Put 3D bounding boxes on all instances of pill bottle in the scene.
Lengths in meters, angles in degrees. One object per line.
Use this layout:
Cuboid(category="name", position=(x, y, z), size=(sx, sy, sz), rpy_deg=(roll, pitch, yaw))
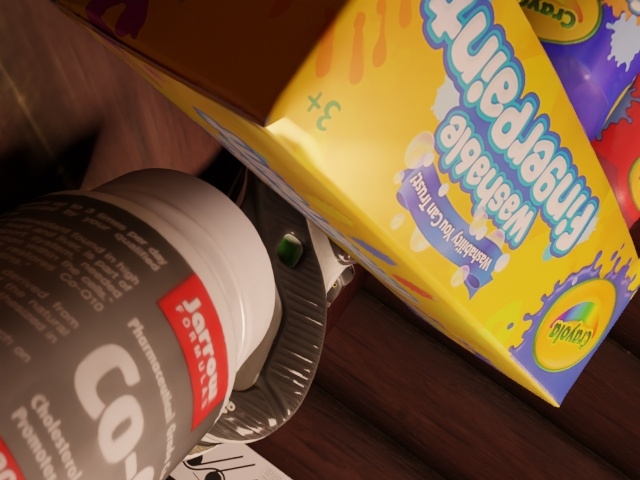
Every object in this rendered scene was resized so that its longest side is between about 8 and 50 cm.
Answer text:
Cuboid(category="pill bottle", position=(-0.141, 0.070, 0.473), size=(0.161, 0.161, 0.283), rpy_deg=(-60, 171, 32))

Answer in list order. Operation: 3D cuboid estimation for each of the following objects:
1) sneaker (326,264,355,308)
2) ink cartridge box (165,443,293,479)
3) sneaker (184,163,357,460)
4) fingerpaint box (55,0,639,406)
Cuboid(category="sneaker", position=(0.008, -0.013, 1.182), size=(0.083, 0.118, 0.222), rpy_deg=(-47, 169, -45))
Cuboid(category="ink cartridge box", position=(-0.136, 0.219, 0.962), size=(0.097, 0.207, 0.046), rpy_deg=(-54, 172, -12))
Cuboid(category="sneaker", position=(-0.078, 0.026, 0.898), size=(0.257, 0.169, 0.447), rpy_deg=(-34, -163, 44))
Cuboid(category="fingerpaint box", position=(0.133, -0.138, 0.580), size=(0.371, 0.163, 0.445), rpy_deg=(-54, 144, -4))
